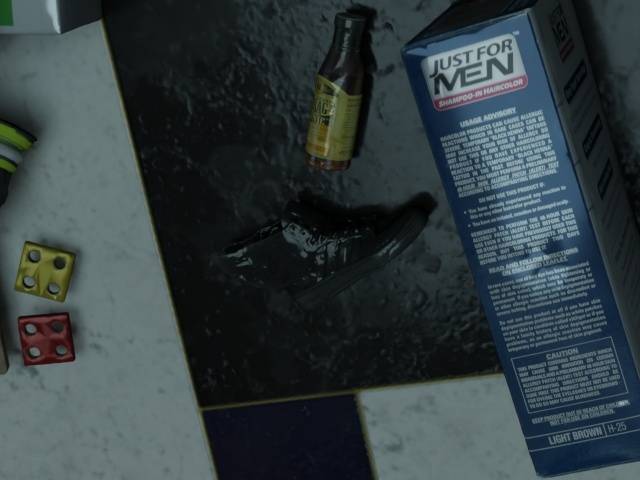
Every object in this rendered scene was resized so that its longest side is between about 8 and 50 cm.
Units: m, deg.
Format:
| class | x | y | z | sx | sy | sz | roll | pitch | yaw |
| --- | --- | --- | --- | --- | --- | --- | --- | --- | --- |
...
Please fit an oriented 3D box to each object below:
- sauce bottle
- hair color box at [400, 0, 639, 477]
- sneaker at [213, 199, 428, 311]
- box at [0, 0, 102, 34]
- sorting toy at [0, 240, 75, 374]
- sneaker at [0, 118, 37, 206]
| class | x | y | z | sx | sy | sz | roll | pitch | yaw |
| --- | --- | --- | --- | --- | --- | --- | --- | --- | --- |
| sauce bottle | 0.015 | -0.122 | 1.317 | 0.042 | 0.042 | 0.128 | 11 | 108 | 11 |
| hair color box | 0.176 | -0.014 | 1.236 | 0.105 | 0.174 | 0.347 | -14 | 103 | 20 |
| sneaker | 0.001 | -0.001 | 1.352 | 0.170 | 0.051 | 0.089 | -35 | 100 | 25 |
| box | -0.236 | -0.224 | 1.317 | 0.087 | 0.102 | 0.101 | 3 | 106 | 11 |
| sorting toy | -0.347 | 0.059 | 1.456 | 0.274 | 0.046 | 0.132 | -8 | 106 | 4 |
| sneaker | -0.383 | -0.071 | 1.316 | 0.300 | 0.111 | 0.121 | 13 | 90 | -30 |
